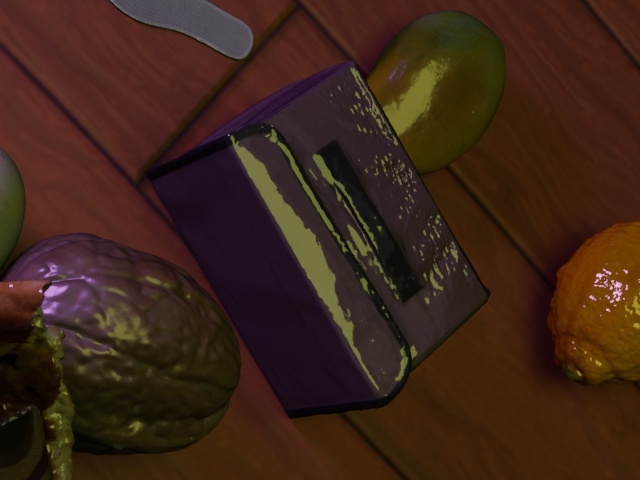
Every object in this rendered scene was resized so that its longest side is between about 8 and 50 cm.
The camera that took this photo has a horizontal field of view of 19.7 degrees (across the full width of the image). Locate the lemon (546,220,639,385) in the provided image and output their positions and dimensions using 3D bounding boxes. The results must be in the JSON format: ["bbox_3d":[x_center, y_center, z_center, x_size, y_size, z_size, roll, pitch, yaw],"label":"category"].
[{"bbox_3d":[0.289,0.061,1.736,0.142,0.142,0.187,46,69,-17],"label":"lemon"}]

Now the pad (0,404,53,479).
[{"bbox_3d":[-0.267,0.293,1.343,0.220,0.004,0.330,-31,133,-30],"label":"pad"}]

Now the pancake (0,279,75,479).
[{"bbox_3d":[-0.287,0.131,1.358,0.212,0.056,0.257,6,114,8],"label":"pancake"}]

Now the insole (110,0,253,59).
[{"bbox_3d":[-0.123,-0.200,1.607,0.152,0.002,0.053,26,70,-25],"label":"insole"}]

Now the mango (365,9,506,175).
[{"bbox_3d":[0.095,-0.128,1.685,0.191,0.085,0.122,-49,118,-16],"label":"mango"}]

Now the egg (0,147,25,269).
[{"bbox_3d":[-0.291,-0.012,1.415,0.114,0.114,0.152,37,66,-21],"label":"egg"}]

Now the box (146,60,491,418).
[{"bbox_3d":[0.000,0.000,1.550,0.153,0.188,0.252,-36,99,-27],"label":"box"}]

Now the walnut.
[{"bbox_3d":[-0.162,0.089,1.446,0.230,0.178,0.178,27,70,-33],"label":"walnut"}]
